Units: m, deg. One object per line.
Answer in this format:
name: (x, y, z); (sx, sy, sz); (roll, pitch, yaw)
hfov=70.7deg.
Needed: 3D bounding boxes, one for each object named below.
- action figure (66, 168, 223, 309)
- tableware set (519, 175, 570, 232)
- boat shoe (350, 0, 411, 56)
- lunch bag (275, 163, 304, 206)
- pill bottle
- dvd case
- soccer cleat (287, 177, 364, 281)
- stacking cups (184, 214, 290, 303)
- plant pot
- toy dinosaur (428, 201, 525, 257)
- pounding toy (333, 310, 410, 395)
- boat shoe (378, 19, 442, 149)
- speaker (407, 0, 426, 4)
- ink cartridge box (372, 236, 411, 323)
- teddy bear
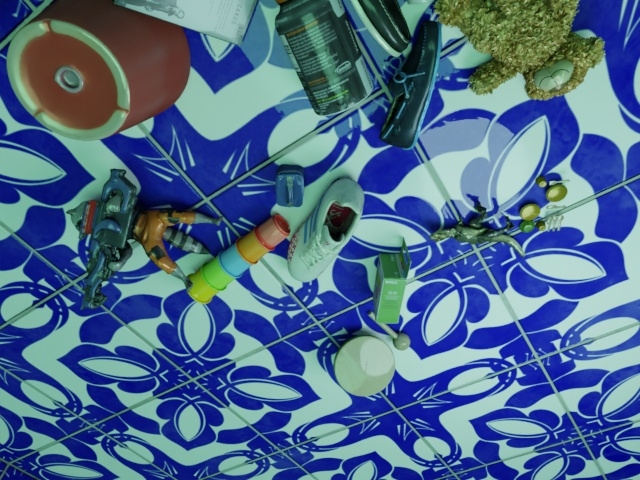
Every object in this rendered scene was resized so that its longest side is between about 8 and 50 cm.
action figure: (-0.450, 0.012, 1.100); (0.330, 0.178, 0.341); (23, 97, -9)
tableware set: (0.538, -0.085, 1.097); (0.104, 0.024, 0.154); (-5, 126, 8)
boat shoe: (0.087, -0.487, 0.765); (0.113, 0.127, 0.340); (-21, 113, 31)
lunch bag: (-0.072, -0.122, 1.057); (0.067, 0.065, 0.098); (1, 124, 1)
pill bottle: (-0.001, -0.371, 0.845); (0.131, 0.130, 0.245); (-20, 122, 14)
dvd case: (-0.214, -0.457, 0.778); (0.239, 0.029, 0.179); (0, 134, -42)
soccer cleat: (0.000, 0.000, 1.093); (0.116, 0.143, 0.331); (21, 123, -13)
stacking cups: (-0.208, 0.052, 1.166); (0.316, 0.096, 0.096); (-33, 118, 21)
plant pot: (-0.402, -0.318, 0.824); (0.275, 0.243, 0.274); (1, 124, 1)
toy dinosaur: (0.407, -0.024, 1.118); (0.268, 0.064, 0.118); (10, 139, -6)
pounding toy: (0.138, 0.341, 1.368); (0.183, 0.110, 0.236); (36, 89, -9)
boat shoe: (0.175, -0.302, 0.906); (0.089, 0.109, 0.258); (9, 122, 0)
speaker: (0.171, -0.497, 0.801); (0.055, 0.055, 0.136); (-11, 123, 9)
ink cartridge box: (0.182, 0.105, 1.182); (0.062, 0.109, 0.209); (3, 125, -2)
teddy bear: (0.372, -0.385, 0.840); (0.245, 0.113, 0.338); (-28, 119, 22)
